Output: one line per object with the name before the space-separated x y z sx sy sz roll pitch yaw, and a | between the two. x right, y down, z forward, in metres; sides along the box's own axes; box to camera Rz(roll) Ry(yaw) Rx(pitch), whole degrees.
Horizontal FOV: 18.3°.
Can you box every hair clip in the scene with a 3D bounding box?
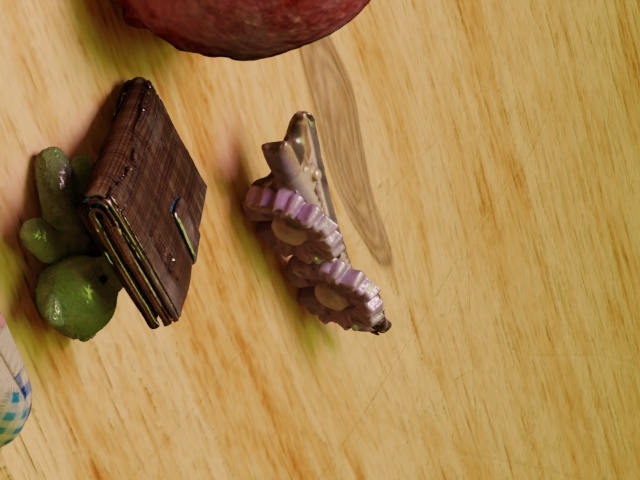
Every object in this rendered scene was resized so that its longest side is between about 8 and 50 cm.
hair clip | 0.000 0.000 1.835 0.084 0.106 0.292 -55 140 -30

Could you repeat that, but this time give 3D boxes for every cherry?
cherry | -0.051 -0.227 1.604 0.192 0.249 0.175 29 72 -55

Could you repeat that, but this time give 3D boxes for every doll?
doll | -0.187 0.001 1.534 0.115 0.077 0.150 26 54 -70

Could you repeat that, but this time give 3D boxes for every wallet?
wallet | -0.136 -0.034 1.565 0.230 0.042 0.124 -88 153 -63

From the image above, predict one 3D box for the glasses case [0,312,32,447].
glasses case | -0.293 0.016 1.275 0.076 0.125 0.327 -71 146 -48
